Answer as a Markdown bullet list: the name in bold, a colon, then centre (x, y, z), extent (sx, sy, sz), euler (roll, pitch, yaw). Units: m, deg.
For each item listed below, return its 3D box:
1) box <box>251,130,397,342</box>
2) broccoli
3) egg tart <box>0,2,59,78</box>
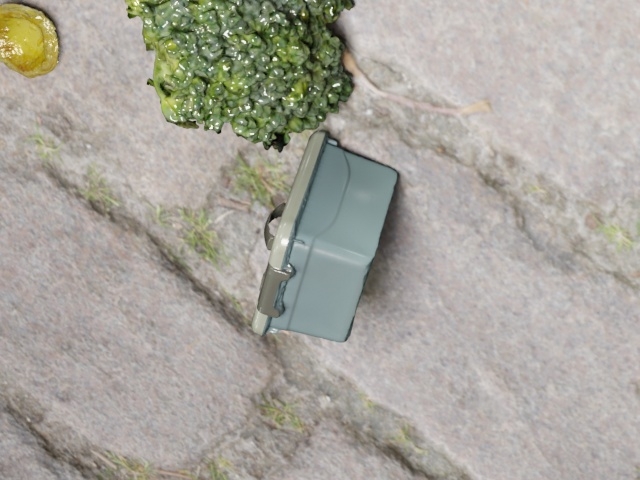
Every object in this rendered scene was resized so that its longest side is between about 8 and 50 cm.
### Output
- **box**: centre (0.000, 0.000, 2.056), extent (0.130, 0.227, 0.162), euler (16, 128, 0)
- **broccoli**: centre (-0.097, -0.243, 1.993), extent (0.245, 0.248, 0.288), euler (50, 156, 44)
- **egg tart**: centre (-0.355, -0.248, 2.214), extent (0.105, 0.039, 0.105), euler (15, 127, 21)
